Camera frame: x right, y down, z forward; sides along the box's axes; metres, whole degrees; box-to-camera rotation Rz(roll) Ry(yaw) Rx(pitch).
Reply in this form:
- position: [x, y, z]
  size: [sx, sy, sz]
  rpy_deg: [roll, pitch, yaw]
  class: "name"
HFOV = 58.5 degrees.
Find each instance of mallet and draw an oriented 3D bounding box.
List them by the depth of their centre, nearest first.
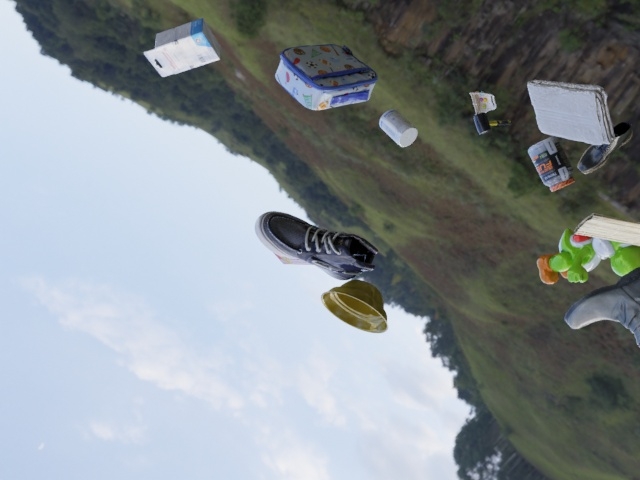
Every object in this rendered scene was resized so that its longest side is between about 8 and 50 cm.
- position: [0.535, -0.372, 1.768]
  size: [0.190, 0.039, 0.062]
  rpy_deg: [-23, -90, -43]
  class: "mallet"

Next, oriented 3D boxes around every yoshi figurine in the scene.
- position: [0.893, 0.070, 1.831]
  size: [0.203, 0.362, 0.203]
  rpy_deg: [30, -118, -12]
  class: "yoshi figurine"

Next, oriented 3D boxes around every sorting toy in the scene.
- position: [0.535, -0.453, 1.861]
  size: [0.075, 0.045, 0.083]
  rpy_deg: [16, 141, 48]
  class: "sorting toy"

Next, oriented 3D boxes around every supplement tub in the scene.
- position: [0.231, -0.335, 1.699]
  size: [0.071, 0.071, 0.107]
  rpy_deg: [14, -148, -48]
  class: "supplement tub"
- position: [0.882, -0.289, 2.174]
  size: [0.117, 0.117, 0.190]
  rpy_deg: [-9, -106, -65]
  class: "supplement tub"

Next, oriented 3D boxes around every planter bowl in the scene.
- position: [0.117, 0.178, 1.679]
  size: [0.217, 0.090, 0.217]
  rpy_deg: [24, 153, 13]
  class: "planter bowl"

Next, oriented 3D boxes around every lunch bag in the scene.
- position: [0.029, -0.518, 1.807]
  size: [0.303, 0.114, 0.243]
  rpy_deg: [-23, -123, -38]
  class: "lunch bag"

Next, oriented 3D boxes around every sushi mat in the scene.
- position: [0.884, -0.014, 1.578]
  size: [0.317, 0.019, 0.151]
  rpy_deg: [12, 165, 10]
  class: "sushi mat"

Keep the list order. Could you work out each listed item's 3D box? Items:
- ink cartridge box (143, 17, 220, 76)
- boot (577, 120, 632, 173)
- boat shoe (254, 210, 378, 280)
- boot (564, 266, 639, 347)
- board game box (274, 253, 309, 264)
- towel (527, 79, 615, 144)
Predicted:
- position: [-0.378, -0.525, 1.562]
  size: [0.104, 0.180, 0.060]
  rpy_deg: [56, -154, -57]
  class: "ink cartridge box"
- position: [0.917, -0.307, 1.853]
  size: [0.077, 0.198, 0.137]
  rpy_deg: [49, -162, 21]
  class: "boot"
- position: [0.000, 0.000, 1.550]
  size: [0.341, 0.158, 0.127]
  rpy_deg: [25, -117, -28]
  class: "boat shoe"
- position: [0.704, 0.180, 1.324]
  size: [0.083, 0.246, 0.161]
  rpy_deg: [23, -142, -38]
  class: "boot"
- position: [-0.088, 0.010, 1.729]
  size: [0.194, 0.045, 0.146]
  rpy_deg: [-3, 135, 51]
  class: "board game box"
- position: [0.746, -0.388, 1.708]
  size: [0.187, 0.049, 0.282]
  rpy_deg: [61, 168, -31]
  class: "towel"
